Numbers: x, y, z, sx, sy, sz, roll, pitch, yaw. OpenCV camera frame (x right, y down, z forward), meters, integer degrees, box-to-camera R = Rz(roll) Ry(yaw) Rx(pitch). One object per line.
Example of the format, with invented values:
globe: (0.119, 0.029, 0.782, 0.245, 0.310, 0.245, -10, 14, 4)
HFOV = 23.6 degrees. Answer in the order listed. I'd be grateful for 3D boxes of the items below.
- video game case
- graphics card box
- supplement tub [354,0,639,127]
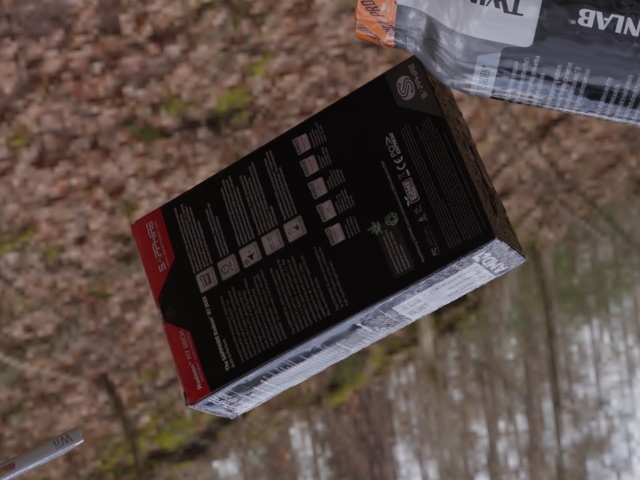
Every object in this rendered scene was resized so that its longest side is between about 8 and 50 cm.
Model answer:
video game case: (-0.201, 0.144, 0.895, 0.122, 0.011, 0.087, -26, 176, -22)
graphics card box: (0.000, 0.000, 1.580, 0.371, 0.232, 0.094, -31, 151, 18)
supplement tub: (0.189, -0.169, 0.952, 0.316, 0.193, 0.193, 11, -167, 4)
